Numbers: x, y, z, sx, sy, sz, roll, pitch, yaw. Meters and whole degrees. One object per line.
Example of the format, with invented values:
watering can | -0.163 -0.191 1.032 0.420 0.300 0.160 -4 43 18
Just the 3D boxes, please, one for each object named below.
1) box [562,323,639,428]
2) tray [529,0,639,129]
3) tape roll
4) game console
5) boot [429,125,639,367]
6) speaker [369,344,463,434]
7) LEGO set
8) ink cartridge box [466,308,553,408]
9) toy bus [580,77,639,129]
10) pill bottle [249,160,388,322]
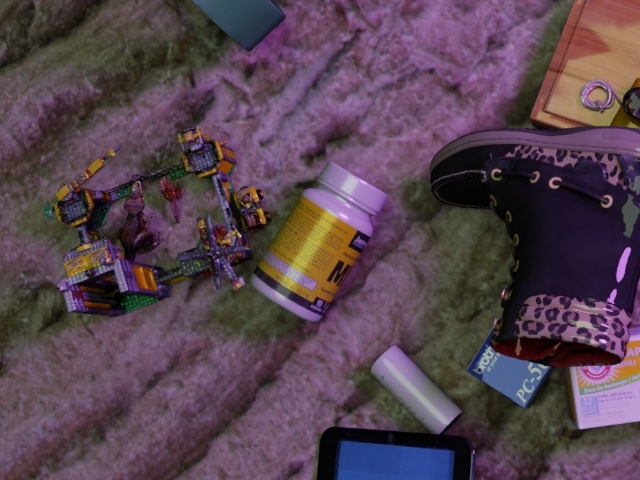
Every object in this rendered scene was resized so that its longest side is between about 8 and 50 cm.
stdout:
box | 0.418 0.168 1.603 0.203 0.103 0.114 -9 92 5
tray | 0.510 -0.186 1.655 0.411 0.076 0.203 21 90 15
tape roll | -0.183 -0.406 1.736 0.077 0.321 0.321 -42 76 6
game console | 0.043 0.380 1.615 0.293 0.250 0.173 -6 107 48
boot | 0.266 0.008 1.581 0.377 0.138 0.284 0 69 44
speaker | 0.133 0.211 1.726 0.136 0.055 0.055 44 96 15
LEGO set | -0.257 -0.024 1.784 0.331 0.192 0.255 -12 81 14
ink cartridge box | 0.296 0.117 1.695 0.097 0.046 0.207 33 93 17
toy bus | 0.449 -0.151 1.576 0.202 0.104 0.191 -17 80 13
pill bottle | 0.000 0.000 1.750 0.119 0.119 0.208 32 94 16
